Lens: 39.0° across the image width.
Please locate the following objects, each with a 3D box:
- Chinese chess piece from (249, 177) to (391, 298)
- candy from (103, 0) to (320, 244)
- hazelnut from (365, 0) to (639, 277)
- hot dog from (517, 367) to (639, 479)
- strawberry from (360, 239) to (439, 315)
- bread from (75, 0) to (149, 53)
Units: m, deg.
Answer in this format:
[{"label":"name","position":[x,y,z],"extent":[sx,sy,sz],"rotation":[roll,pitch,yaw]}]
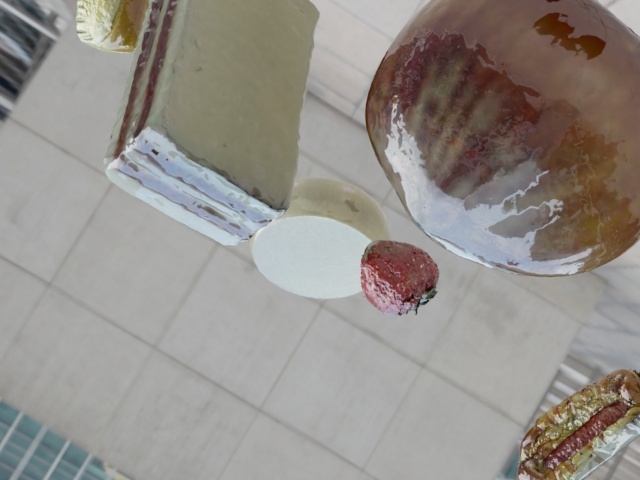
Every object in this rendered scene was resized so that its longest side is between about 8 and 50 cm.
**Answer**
[{"label":"Chinese chess piece","position":[0.000,0.000,1.692],"extent":[0.273,0.102,0.273],"rotation":[6,140,5]},{"label":"candy","position":[-0.116,-0.171,1.009],"extent":[0.179,0.321,0.135],"rotation":[26,143,-29]},{"label":"hazelnut","position":[0.138,-0.076,0.611],"extent":[0.212,0.181,0.181],"rotation":[43,-163,10]},{"label":"hot dog","position":[0.389,0.283,1.332],"extent":[0.069,0.253,0.131],"rotation":[33,-155,-28]},{"label":"strawberry","position":[0.095,0.041,1.121],"extent":[0.106,0.106,0.106],"rotation":[31,176,2]},{"label":"bread","position":[-0.332,-0.436,1.534],"extent":[0.106,0.236,0.140],"rotation":[21,-162,28]}]
